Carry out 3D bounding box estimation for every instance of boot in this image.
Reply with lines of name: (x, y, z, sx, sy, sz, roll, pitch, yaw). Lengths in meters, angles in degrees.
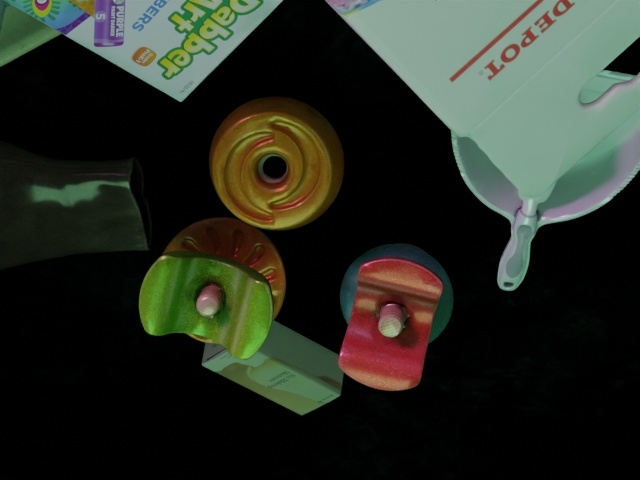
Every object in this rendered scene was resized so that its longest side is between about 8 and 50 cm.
boot: (-0.239, 0.005, 1.512, 0.207, 0.090, 0.248, 4, 150, 0)

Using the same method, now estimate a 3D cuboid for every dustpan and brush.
dustpan and brush: (0.158, -0.041, 1.386, 0.147, 0.060, 0.211, 9, 145, -1)

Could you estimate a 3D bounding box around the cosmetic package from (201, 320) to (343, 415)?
cosmetic package: (-0.041, 0.107, 1.658, 0.115, 0.041, 0.060, 29, 140, -27)

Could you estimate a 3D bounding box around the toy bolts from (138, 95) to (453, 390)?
toy bolts: (0.000, 0.000, 1.461, 0.228, 0.158, 0.218, 19, 105, 1)

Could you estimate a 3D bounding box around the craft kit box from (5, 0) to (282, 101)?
craft kit box: (-0.096, -0.225, 1.087, 0.247, 0.061, 0.250, 26, 121, -38)

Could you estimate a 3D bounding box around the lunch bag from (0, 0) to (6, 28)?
lunch bag: (-0.309, -0.158, 1.157, 0.219, 0.090, 0.176, 23, 145, -27)

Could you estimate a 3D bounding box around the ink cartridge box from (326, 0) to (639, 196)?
ink cartridge box: (0.076, -0.206, 1.036, 0.207, 0.119, 0.353, -42, 129, 6)

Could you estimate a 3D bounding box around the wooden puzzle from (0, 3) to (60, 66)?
wooden puzzle: (-0.254, -0.239, 1.169, 0.322, 0.080, 0.348, -21, 136, 36)
